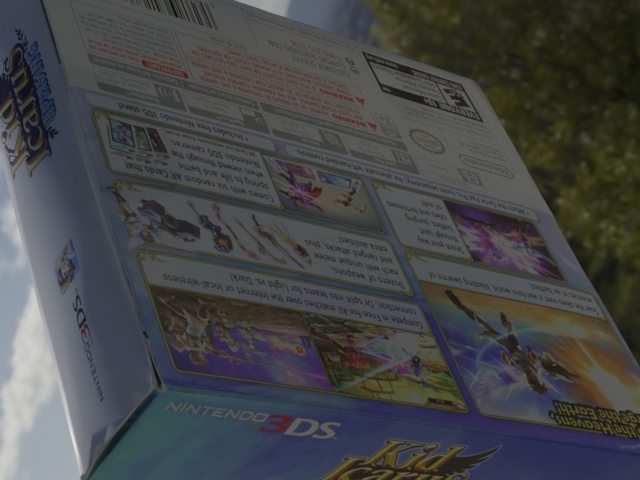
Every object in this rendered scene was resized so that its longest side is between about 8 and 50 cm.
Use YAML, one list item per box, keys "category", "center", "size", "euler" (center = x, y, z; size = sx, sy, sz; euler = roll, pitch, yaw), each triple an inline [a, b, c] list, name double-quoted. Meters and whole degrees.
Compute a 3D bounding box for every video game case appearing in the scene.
- category: "video game case"
  center: [0.000, 0.000, 0.648]
  size: [0.061, 0.269, 0.244]
  euler: [-52, 44, 30]
